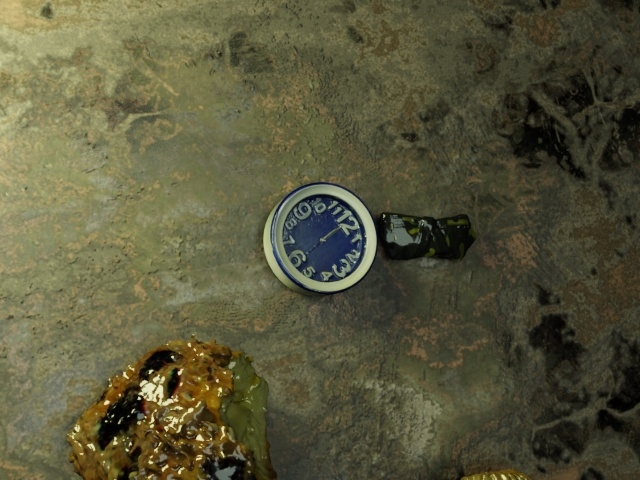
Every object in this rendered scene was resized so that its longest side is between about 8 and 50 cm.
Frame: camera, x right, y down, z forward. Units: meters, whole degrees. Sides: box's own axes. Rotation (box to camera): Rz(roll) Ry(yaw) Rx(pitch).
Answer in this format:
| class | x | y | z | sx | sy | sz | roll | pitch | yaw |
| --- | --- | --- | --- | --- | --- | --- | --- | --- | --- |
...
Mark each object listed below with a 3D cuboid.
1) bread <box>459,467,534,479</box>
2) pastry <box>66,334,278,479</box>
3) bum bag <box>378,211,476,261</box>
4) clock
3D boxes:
| class | x | y | z | sx | sy | sz | roll | pitch | yaw |
| --- | --- | --- | --- | --- | --- | --- | --- | --- | --- |
| bread | 0.351 | 0.533 | 1.780 | 0.239 | 0.240 | 0.139 | -4 | 72 | -20 |
| pastry | -0.257 | 0.354 | 1.539 | 0.337 | 0.405 | 0.292 | -21 | 127 | 6 |
| bum bag | 0.234 | -0.008 | 1.922 | 0.232 | 0.060 | 0.107 | 2 | 89 | -18 |
| clock | 0.000 | 0.000 | 1.827 | 0.230 | 0.083 | 0.231 | 4 | 77 | -19 |
